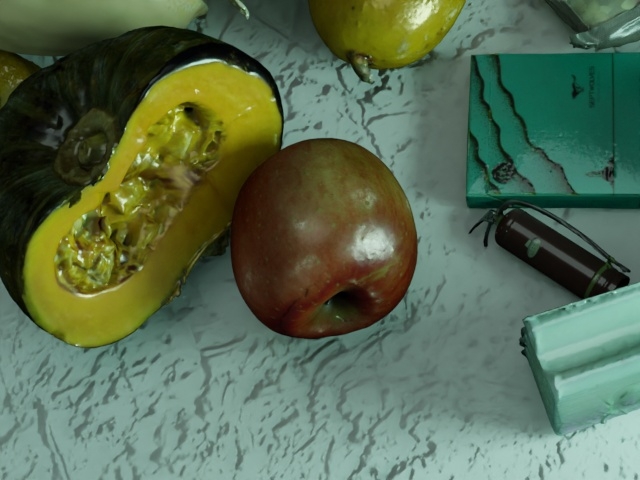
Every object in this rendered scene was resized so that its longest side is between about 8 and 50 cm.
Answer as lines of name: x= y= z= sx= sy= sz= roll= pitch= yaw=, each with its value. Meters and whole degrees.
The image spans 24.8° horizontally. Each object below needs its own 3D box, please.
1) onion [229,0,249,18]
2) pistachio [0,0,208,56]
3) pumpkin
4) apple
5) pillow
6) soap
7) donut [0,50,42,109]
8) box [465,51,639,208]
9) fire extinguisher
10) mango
onion: x=-0.062 y=-0.359 z=1.452 sx=0.201 sy=0.200 sz=0.207 roll=8 pitch=57 yaw=12
pistachio: x=-0.272 y=-0.298 z=1.516 sx=0.309 sy=0.230 sz=0.230 roll=0 pitch=67 yaw=-6
pumpkin: x=-0.196 y=-0.067 z=1.435 sx=0.325 sy=0.242 sz=0.232 roll=-48 pitch=39 yaw=-7
apple: x=0.000 y=0.000 z=1.370 sx=0.181 sy=0.181 sz=0.168 roll=-24 pitch=62 yaw=-1
pillow: x=0.273 y=-0.305 z=1.517 sx=0.169 sy=0.059 sz=0.255 roll=-32 pitch=65 yaw=-5
soap: x=0.316 y=0.085 z=1.300 sx=0.261 sy=0.150 sz=0.094 roll=-18 pitch=71 yaw=1
donut: x=-0.370 y=-0.134 z=1.544 sx=0.178 sy=0.065 sz=0.162 roll=-28 pitch=67 yaw=-4
box: x=0.260 y=-0.110 z=1.446 sx=0.226 sy=0.042 sz=0.161 roll=0 pitch=67 yaw=9
fire extinguisher: x=0.221 y=0.010 z=1.401 sx=0.158 sy=0.043 sz=0.064 roll=34 pitch=111 yaw=19
mango: x=0.073 y=-0.300 z=1.515 sx=0.176 sy=0.119 sz=0.316 roll=-4 pitch=62 yaw=17
